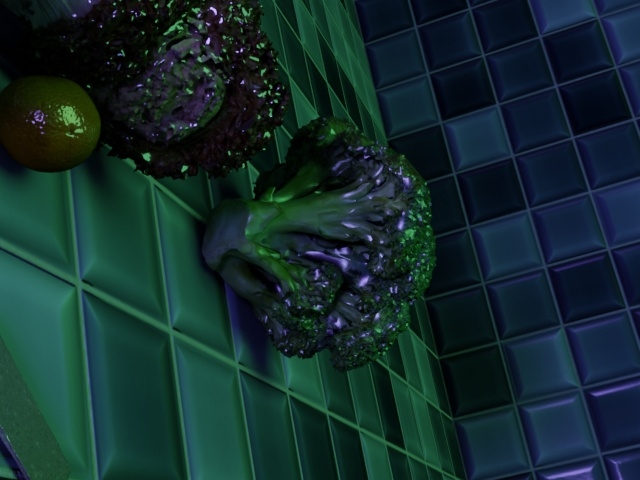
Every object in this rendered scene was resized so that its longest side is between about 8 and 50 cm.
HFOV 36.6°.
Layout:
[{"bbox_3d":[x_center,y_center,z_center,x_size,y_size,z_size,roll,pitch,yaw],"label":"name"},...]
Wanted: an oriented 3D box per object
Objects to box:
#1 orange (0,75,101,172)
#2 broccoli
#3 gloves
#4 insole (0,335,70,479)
[{"bbox_3d":[-0.208,-0.090,0.736,0.085,0.085,0.085,-17,90,-77],"label":"orange"},{"bbox_3d":[0.000,0.000,1.149,0.275,0.308,0.307,14,57,-46],"label":"broccoli"},{"bbox_3d":[-0.148,-0.178,0.803,0.135,0.210,0.312,53,-6,47],"label":"gloves"},{"bbox_3d":[-0.212,0.092,0.627,0.063,0.010,0.191,-79,150,-62],"label":"insole"}]
